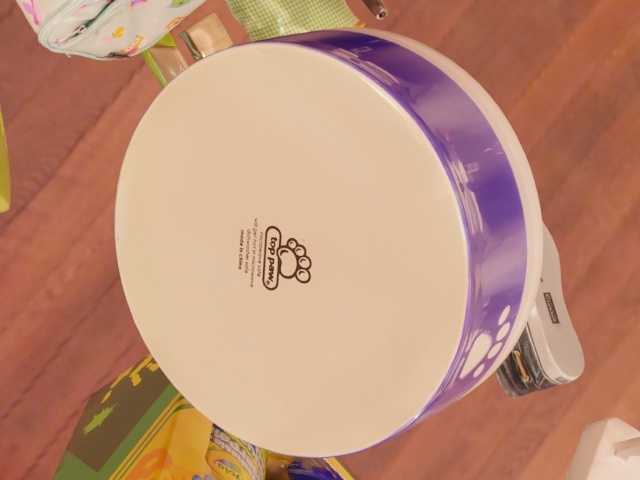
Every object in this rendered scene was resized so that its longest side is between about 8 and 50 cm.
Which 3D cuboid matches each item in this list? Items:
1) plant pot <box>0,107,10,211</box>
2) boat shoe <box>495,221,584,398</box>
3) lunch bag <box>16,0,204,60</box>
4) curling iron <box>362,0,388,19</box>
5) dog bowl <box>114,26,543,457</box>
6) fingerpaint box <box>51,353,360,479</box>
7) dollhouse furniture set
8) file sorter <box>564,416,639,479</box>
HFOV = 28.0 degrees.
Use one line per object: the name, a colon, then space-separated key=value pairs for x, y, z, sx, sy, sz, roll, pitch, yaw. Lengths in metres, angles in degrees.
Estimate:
plant pot: x=-0.343 y=-0.135 z=0.871 sx=0.228 sy=0.227 sz=0.207 roll=-2 pitch=81 yaw=-1
boat shoe: x=0.193 y=0.061 z=1.258 sx=0.065 sy=0.083 sz=0.183 roll=5 pitch=65 yaw=-39
lunch bag: x=-0.191 y=-0.302 z=1.373 sx=0.279 sy=0.224 sz=0.108 roll=-36 pitch=83 yaw=18
curling iron: x=0.028 y=-0.387 z=1.704 sx=0.035 sy=0.274 sz=0.068 roll=-7 pitch=143 yaw=-20
dog bowl: x=0.000 y=0.000 z=0.819 sx=0.104 sy=0.265 sz=0.264 roll=-21 pitch=122 yaw=-56
fingerpaint box: x=-0.028 y=0.324 z=1.077 sx=0.163 sy=0.371 sz=0.445 roll=-37 pitch=103 yaw=13
dollhouse furniture set: x=-0.061 y=-0.268 z=1.715 sx=0.301 sy=0.151 sz=0.197 roll=-37 pitch=114 yaw=-17
file sorter: x=0.162 y=0.211 z=0.410 sx=0.193 sy=0.173 sz=0.277 roll=32 pitch=64 yaw=-10
